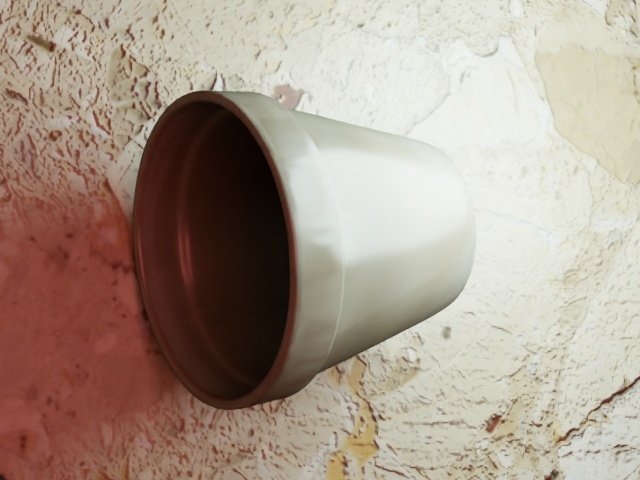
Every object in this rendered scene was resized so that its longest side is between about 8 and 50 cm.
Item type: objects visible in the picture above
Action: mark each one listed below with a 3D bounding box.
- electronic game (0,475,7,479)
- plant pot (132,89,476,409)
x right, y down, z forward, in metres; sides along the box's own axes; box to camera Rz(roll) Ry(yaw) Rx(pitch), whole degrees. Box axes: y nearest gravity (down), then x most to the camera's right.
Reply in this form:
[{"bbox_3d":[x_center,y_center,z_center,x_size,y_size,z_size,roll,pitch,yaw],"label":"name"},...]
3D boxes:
[{"bbox_3d":[-0.393,0.337,1.695,0.229,0.048,0.229,2,83,-17],"label":"electronic game"},{"bbox_3d":[0.000,0.000,1.737,0.280,0.323,0.323,-5,86,-33],"label":"plant pot"}]
